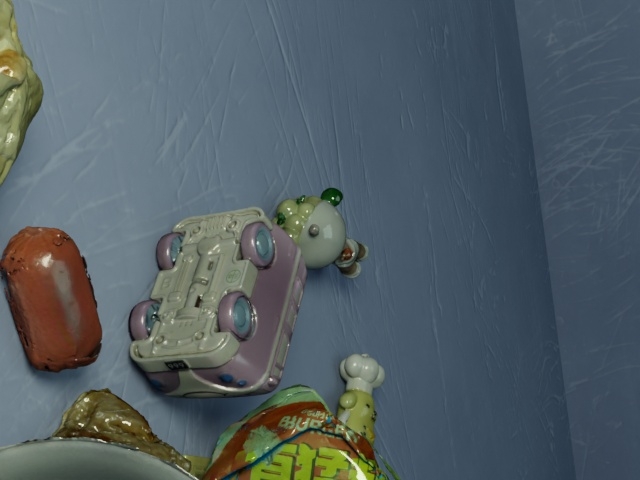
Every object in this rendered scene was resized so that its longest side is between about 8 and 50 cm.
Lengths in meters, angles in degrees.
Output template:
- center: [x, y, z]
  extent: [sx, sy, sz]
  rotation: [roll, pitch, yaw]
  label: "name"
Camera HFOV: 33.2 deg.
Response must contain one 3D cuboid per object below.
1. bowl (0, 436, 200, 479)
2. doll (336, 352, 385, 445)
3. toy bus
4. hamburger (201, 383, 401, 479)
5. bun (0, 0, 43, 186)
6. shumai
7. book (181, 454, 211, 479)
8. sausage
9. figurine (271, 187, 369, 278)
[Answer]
- center: [-0.191, 0.332, 0.832]
  extent: [0.157, 0.346, 0.345]
  rotation: [97, -4, -74]
  label: "bowl"
- center: [0.055, 0.241, 1.566]
  extent: [0.106, 0.062, 0.162]
  rotation: [53, 39, -55]
  label: "doll"
- center: [-0.106, 0.079, 1.171]
  extent: [0.142, 0.142, 0.202]
  rotation: [58, 36, -43]
  label: "toy bus"
- center: [-0.026, 0.325, 1.209]
  extent: [0.276, 0.261, 0.150]
  rotation: [-54, 170, -6]
  label: "hamburger"
- center: [-0.293, -0.125, 0.825]
  extent: [0.220, 0.134, 0.220]
  rotation: [23, 65, -61]
  label: "bun"
- center: [-0.196, 0.189, 1.000]
  extent: [0.139, 0.123, 0.105]
  rotation: [-15, 88, -50]
  label: "shumai"
- center: [-0.120, 0.350, 1.239]
  extent: [0.168, 0.013, 0.192]
  rotation: [31, 58, -59]
  label: "book"
- center: [-0.242, 0.054, 0.974]
  extent: [0.076, 0.076, 0.141]
  rotation: [-38, 120, -60]
  label: "sausage"
- center: [-0.001, -0.001, 1.467]
  extent: [0.147, 0.094, 0.197]
  rotation: [-67, 157, -6]
  label: "figurine"
